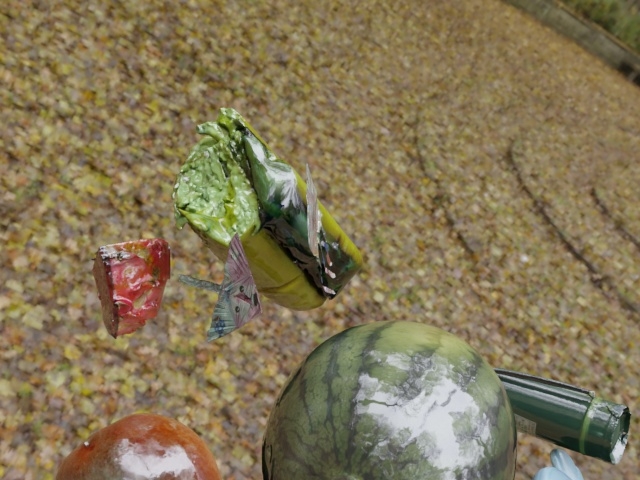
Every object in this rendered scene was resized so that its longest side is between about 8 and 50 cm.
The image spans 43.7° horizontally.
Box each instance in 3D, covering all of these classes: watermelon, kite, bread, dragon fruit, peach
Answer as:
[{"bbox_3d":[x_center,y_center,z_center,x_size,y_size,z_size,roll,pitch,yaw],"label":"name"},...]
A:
[{"bbox_3d":[0.077,0.231,0.887,0.279,0.278,0.359,42,16,12],"label":"watermelon"},{"bbox_3d":[-0.003,0.000,1.150,0.016,0.229,0.127,-3,52,10],"label":"kite"},{"bbox_3d":[-0.091,-0.028,1.397,0.376,0.208,0.251,43,8,-50],"label":"bread"},{"bbox_3d":[-0.116,0.054,0.930,0.153,0.137,0.005,24,12,39],"label":"kite"},{"bbox_3d":[-0.348,0.071,1.474,0.163,0.189,0.262,48,-19,-2],"label":"dragon fruit"},{"bbox_3d":[-0.283,0.389,1.235,0.253,0.252,0.252,28,27,-16],"label":"peach"}]

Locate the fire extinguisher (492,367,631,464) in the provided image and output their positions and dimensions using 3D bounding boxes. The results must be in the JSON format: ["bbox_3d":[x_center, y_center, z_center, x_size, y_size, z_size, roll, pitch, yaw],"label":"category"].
[{"bbox_3d":[0.325,0.255,1.247,0.295,0.118,0.093,13,48,36],"label":"fire extinguisher"}]

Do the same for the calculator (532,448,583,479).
[{"bbox_3d":[0.363,0.432,1.131,0.188,0.042,0.302,44,29,-21],"label":"calculator"}]
